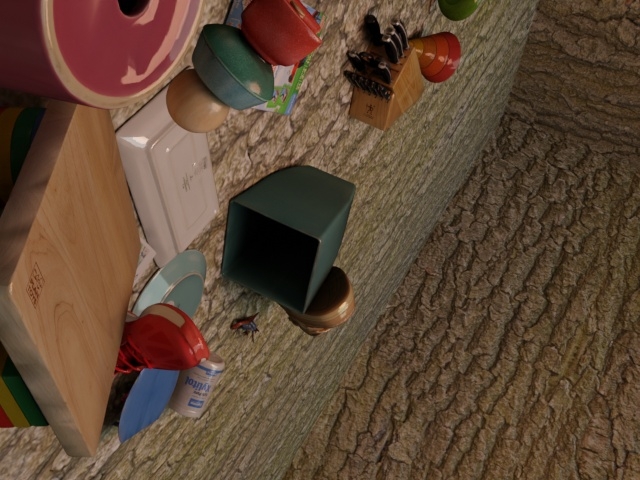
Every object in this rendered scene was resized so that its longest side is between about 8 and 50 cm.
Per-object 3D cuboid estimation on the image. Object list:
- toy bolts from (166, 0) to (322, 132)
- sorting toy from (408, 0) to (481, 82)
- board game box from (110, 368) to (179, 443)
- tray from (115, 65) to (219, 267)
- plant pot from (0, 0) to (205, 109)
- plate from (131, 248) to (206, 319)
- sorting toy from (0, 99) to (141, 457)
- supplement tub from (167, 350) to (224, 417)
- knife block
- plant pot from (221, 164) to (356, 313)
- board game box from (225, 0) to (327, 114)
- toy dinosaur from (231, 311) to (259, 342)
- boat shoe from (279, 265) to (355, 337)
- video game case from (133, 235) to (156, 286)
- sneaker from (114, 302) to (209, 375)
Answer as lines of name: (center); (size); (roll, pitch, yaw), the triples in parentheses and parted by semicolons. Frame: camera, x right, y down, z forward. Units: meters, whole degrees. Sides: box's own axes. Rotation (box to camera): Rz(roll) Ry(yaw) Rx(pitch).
toy bolts: (-0.124, -0.217, 0.599); (0.158, 0.228, 0.218); (-38, -164, 17)
sorting toy: (0.271, -0.542, 1.452); (0.126, 0.127, 0.366); (2, 114, -39)
board game box: (-0.282, 0.238, 1.040); (0.168, 0.033, 0.133); (-18, 127, -74)
tray: (-0.183, -0.081, 0.856); (0.145, 0.030, 0.270); (-54, 161, -30)
plant pot: (-0.173, -0.167, 0.370); (0.201, 0.180, 0.201); (-53, 159, -30)
plate: (-0.227, 0.102, 1.008); (0.188, 0.024, 0.188); (-54, 162, -27)
sorting toy: (-0.242, 0.017, 0.574); (0.257, 0.089, 0.255); (94, -4, -49)
supplement tub: (-0.222, 0.252, 1.164); (0.107, 0.071, 0.071); (-66, 163, 4)
knife block: (0.143, -0.359, 1.307); (0.276, 0.088, 0.242); (-45, 156, -44)
plant pot: (-0.036, -0.027, 1.156); (0.234, 0.165, 0.165); (-48, 158, -49)
board game box: (-0.071, -0.261, 0.904); (0.211, 0.039, 0.160); (-15, 130, -67)
toy dinosaur: (-0.157, 0.172, 1.331); (0.082, 0.047, 0.090); (71, 14, -55)
boat shoe: (-0.004, 0.122, 1.252); (0.121, 0.110, 0.341); (-34, -167, -12)
video game case: (-0.272, 0.043, 0.794); (0.143, 0.019, 0.157); (-59, 162, -15)
sneaker: (-0.225, 0.135, 0.713); (0.128, 0.221, 0.087); (-40, 111, -39)
